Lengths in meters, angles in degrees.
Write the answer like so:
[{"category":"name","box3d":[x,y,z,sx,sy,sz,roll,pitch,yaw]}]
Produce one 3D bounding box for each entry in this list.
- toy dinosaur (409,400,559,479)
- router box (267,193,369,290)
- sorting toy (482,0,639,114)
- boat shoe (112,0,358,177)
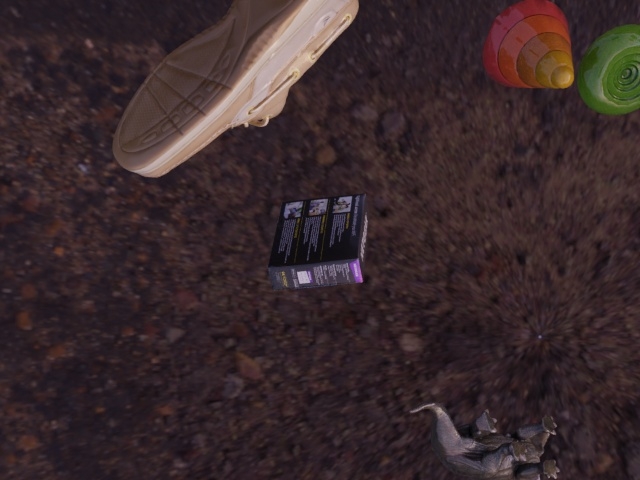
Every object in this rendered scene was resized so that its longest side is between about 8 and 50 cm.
[{"category":"toy dinosaur","box3d":[0.248,0.315,1.742,0.160,0.314,0.121,-40,50,46]},{"category":"router box","box3d":[0.000,0.000,1.733,0.133,0.179,0.046,-6,123,10]},{"category":"sorting toy","box3d":[0.390,-0.201,1.503,0.366,0.126,0.127,10,117,-22]},{"category":"boat shoe","box3d":[-0.041,-0.092,0.661,0.170,0.059,0.063,-44,50,-1]}]
